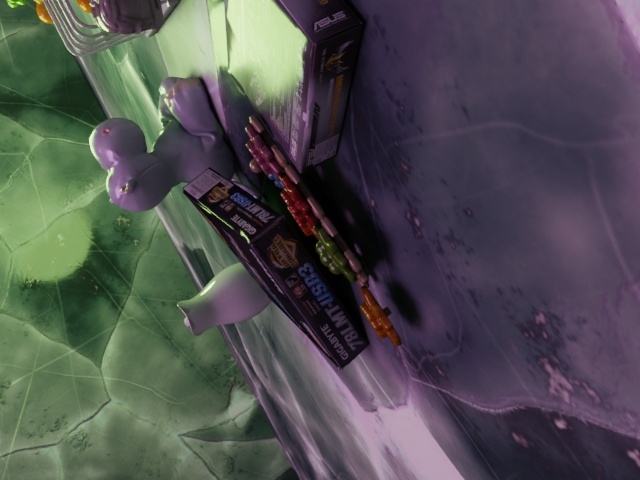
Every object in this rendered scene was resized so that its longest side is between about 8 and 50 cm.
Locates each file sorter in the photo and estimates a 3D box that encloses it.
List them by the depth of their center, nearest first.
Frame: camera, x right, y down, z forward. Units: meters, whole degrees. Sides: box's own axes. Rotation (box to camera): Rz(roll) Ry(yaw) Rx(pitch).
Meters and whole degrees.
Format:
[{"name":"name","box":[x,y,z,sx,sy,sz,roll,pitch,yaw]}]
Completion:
[{"name":"file sorter","box":[-0.390,-0.451,1.126,0.193,0.173,0.278,66,161,-15]}]

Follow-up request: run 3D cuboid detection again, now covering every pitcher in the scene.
[{"name":"pitcher","box":[-0.214,0.135,1.447,0.125,0.207,0.178,61,163,2]}]

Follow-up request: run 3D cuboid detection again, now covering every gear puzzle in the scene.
[{"name":"gear puzzle","box":[0.000,0.000,0.842,0.339,0.044,0.175,55,178,10]}]

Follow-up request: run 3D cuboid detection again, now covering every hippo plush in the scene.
[{"name":"hippo plush","box":[-0.301,-0.146,1.223,0.294,0.236,0.234,63,162,-4]}]

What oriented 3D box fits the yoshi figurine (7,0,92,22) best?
[{"name":"yoshi figurine","box":[-0.595,-0.598,1.427,0.203,0.203,0.362,21,168,-4]}]

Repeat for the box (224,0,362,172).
[{"name":"box","box":[-0.040,-0.209,0.707,0.183,0.056,0.231,56,162,19]}]

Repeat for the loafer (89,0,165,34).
[{"name":"loafer","box":[-0.301,-0.475,0.958,0.112,0.111,0.319,20,118,54]}]

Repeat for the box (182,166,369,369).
[{"name":"box","box":[-0.077,0.039,1.056,0.293,0.073,0.295,37,164,54]}]
